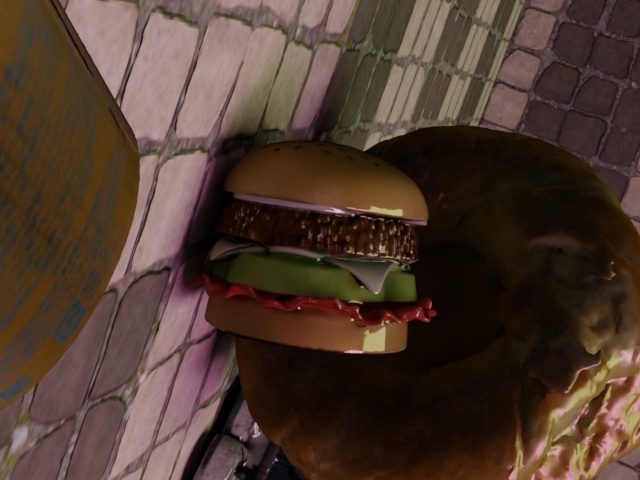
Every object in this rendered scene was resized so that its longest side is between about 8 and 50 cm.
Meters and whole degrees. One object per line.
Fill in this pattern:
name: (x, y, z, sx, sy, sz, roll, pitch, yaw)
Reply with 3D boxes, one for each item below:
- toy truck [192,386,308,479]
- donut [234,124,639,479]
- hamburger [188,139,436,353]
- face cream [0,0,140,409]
toy truck: (-0.066, 0.316, 0.998, 0.207, 0.173, 0.387, 113, 4, -49)
donut: (0.114, 0.068, 0.890, 0.360, 0.360, 0.170, -64, 148, -22)
hamburger: (-0.003, 0.000, 0.756, 0.175, 0.175, 0.137, 0, 97, -78)
face cream: (-0.124, -0.035, 0.311, 0.285, 0.067, 0.139, 79, 33, -72)
